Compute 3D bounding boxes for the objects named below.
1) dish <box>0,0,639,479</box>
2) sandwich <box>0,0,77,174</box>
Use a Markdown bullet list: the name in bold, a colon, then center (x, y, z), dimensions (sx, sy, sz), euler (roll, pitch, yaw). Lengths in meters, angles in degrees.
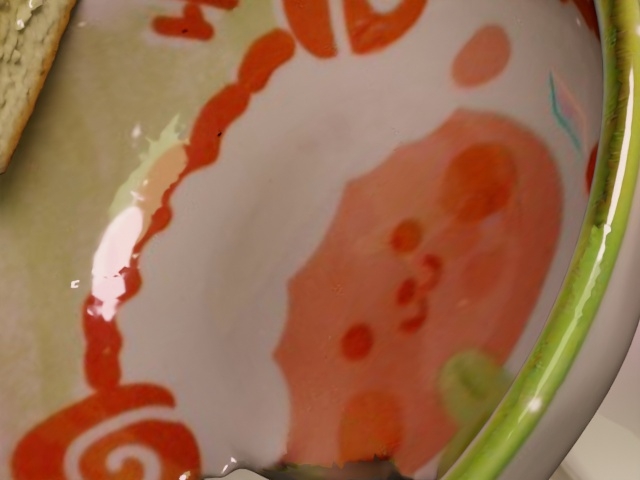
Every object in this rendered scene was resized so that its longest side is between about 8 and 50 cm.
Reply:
- **dish**: center (0.000, 0.000, 0.480), dimensions (0.324, 0.124, 0.324), euler (-19, 58, 34)
- **sandwich**: center (-0.203, -0.051, 0.492), dimensions (0.258, 0.094, 0.096), euler (-31, 63, 1)
